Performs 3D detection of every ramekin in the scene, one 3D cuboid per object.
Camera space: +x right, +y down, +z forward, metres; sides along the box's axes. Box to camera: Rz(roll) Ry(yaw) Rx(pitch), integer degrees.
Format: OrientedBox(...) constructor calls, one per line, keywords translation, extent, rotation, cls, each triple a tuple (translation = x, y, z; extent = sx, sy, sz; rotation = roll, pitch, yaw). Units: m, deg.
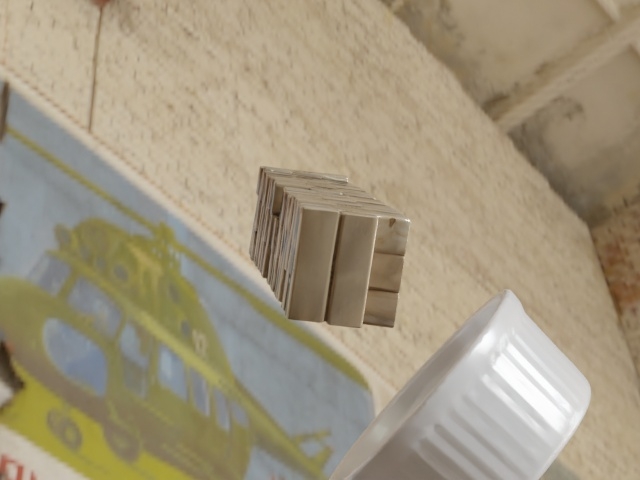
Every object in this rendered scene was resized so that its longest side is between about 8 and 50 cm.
OrientedBox(translation=(0.144, 0.194, 1.469), extent=(0.135, 0.277, 0.277), rotation=(42, -61, 2), cls="ramekin")

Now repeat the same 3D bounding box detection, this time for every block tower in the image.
OrientedBox(translation=(0.000, 0.000, 1.269), extent=(0.090, 0.335, 0.097), rotation=(8, -82, -9), cls="block tower")
